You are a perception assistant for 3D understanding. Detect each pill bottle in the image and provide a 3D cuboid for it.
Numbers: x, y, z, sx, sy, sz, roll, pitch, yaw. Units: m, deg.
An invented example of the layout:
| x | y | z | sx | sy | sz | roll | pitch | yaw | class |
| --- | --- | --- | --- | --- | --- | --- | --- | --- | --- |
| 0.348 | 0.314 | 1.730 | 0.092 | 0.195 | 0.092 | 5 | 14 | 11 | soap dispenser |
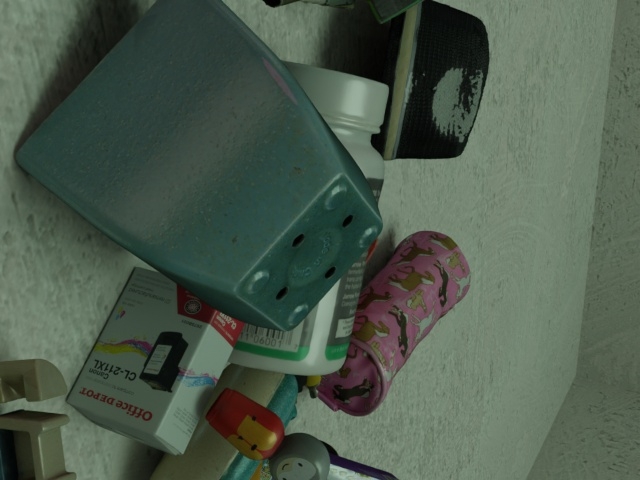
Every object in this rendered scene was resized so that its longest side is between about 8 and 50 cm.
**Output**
| x | y | z | sx | sy | sz | roll | pitch | yaw | class |
| --- | --- | --- | --- | --- | --- | --- | --- | --- | --- |
| -0.033 | -0.031 | 1.284 | 0.204 | 0.204 | 0.361 | -1 | 104 | -65 | pill bottle |

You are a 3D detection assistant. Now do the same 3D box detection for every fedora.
| x | y | z | sx | sy | sz | roll | pitch | yaw | class |
| --- | --- | --- | --- | --- | --- | --- | --- | --- | --- |
| 0.166 | -0.238 | 1.544 | 0.334 | 0.152 | 0.334 | 10 | 90 | -88 | fedora |

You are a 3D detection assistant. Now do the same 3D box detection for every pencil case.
| x | y | z | sx | sy | sz | roll | pitch | yaw | class |
| --- | --- | --- | --- | --- | --- | --- | --- | --- | --- |
| 0.118 | 0.132 | 1.750 | 0.386 | 0.160 | 0.167 | -43 | 127 | -50 | pencil case |

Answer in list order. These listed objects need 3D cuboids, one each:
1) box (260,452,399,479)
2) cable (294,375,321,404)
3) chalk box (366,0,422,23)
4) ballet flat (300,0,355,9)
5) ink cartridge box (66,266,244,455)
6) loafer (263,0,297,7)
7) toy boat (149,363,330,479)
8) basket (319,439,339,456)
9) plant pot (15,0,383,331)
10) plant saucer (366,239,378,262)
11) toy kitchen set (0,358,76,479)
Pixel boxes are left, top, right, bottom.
| x | y | z | sx | sy | sz | roll | pitch | yaw | class |
| --- | --- | --- | --- | --- | --- | --- | --- | --- | --- |
| -0.031 | 0.401 | 1.492 | 0.293 | 0.057 | 0.201 | 26 | 92 | -34 | box |
| -0.052 | 0.120 | 1.465 | 0.139 | 0.072 | 0.287 | -4 | 115 | -23 | cable |
| 0.094 | -0.416 | 1.298 | 0.179 | 0.180 | 0.289 | 65 | 7 | 26 | chalk box |
| -0.025 | -0.352 | 1.301 | 0.079 | 0.077 | 0.221 | -50 | 145 | -10 | ballet flat |
| -0.180 | 0.133 | 1.153 | 0.175 | 0.127 | 0.072 | -66 | 152 | -21 | ink cartridge box |
| -0.041 | -0.275 | 1.023 | 0.251 | 0.094 | 0.087 | 5 | 106 | -45 | loafer |
| -0.092 | 0.256 | 1.250 | 0.267 | 0.148 | 0.318 | -56 | -175 | -22 | toy boat |
| -0.017 | 0.439 | 1.646 | 0.204 | 0.154 | 0.227 | -73 | 159 | -56 | basket |
| -0.084 | -0.054 | 1.017 | 0.247 | 0.252 | 0.248 | -48 | 152 | -2 | plant pot |
| 0.000 | 0.000 | 1.559 | 0.259 | 0.047 | 0.258 | -58 | 150 | -35 | plant saucer |
| -0.326 | 0.222 | 0.955 | 0.166 | 0.122 | 0.207 | -6 | 88 | -64 | toy kitchen set |
